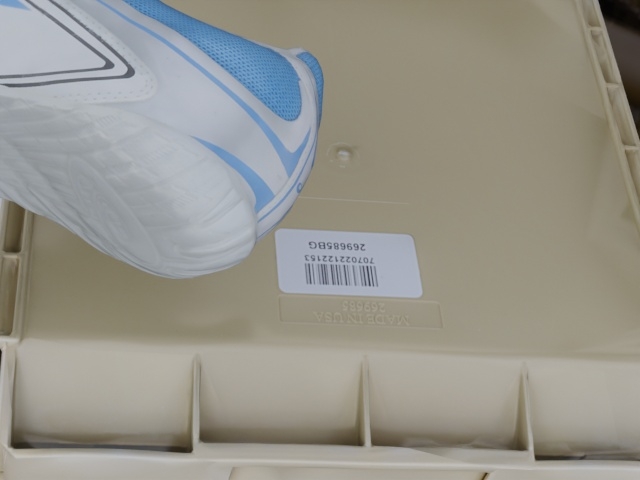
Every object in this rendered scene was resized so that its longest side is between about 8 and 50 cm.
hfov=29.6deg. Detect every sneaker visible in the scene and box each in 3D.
[{"bbox_3d":[-0.111,-0.062,0.379,0.237,0.085,0.086,23,45,11],"label":"sneaker"}]

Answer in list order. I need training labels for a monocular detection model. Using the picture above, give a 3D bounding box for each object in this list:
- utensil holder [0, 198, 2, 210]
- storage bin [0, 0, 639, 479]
[{"bbox_3d":[-0.433,-0.091,1.417,0.385,0.327,0.327,25,89,5],"label":"utensil holder"},{"bbox_3d":[0.000,0.000,0.521,0.262,0.123,0.260,4,53,-11],"label":"storage bin"}]
